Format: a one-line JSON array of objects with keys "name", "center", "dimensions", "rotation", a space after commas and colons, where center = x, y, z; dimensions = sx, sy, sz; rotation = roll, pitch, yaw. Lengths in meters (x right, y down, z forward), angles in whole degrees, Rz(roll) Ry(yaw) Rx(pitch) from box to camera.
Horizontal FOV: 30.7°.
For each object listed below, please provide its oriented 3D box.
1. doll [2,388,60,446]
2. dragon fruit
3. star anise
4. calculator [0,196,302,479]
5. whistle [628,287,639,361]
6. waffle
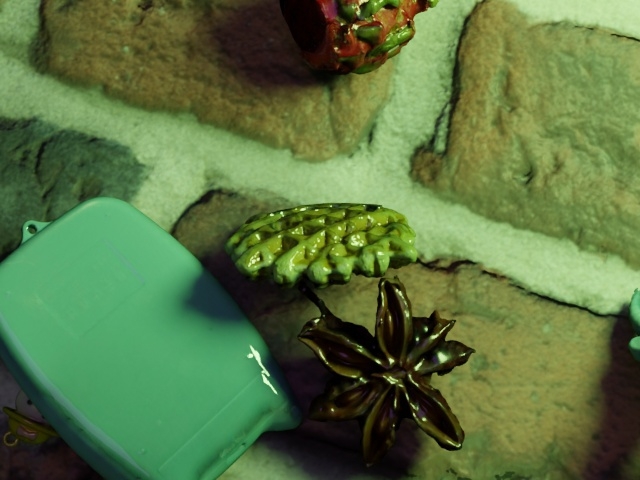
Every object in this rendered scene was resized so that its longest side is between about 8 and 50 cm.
[{"name": "doll", "center": [-0.296, 0.162, 1.369], "dimensions": [0.129, 0.081, 0.207], "rotation": [44, 82, -6]}, {"name": "dragon fruit", "center": [0.050, -0.292, 1.436], "dimensions": [0.172, 0.167, 0.160], "rotation": [-24, 30, -34]}, {"name": "star anise", "center": [0.081, 0.145, 1.335], "dimensions": [0.190, 0.126, 0.220], "rotation": [-3, 98, 14]}, {"name": "calculator", "center": [-0.208, 0.122, 1.329], "dimensions": [0.386, 0.054, 0.256], "rotation": [47, 64, 2]}, {"name": "whistle", "center": [0.433, 0.107, 1.309], "dimensions": [0.186, 0.093, 0.274], "rotation": [-13, 33, 38]}, {"name": "waffle", "center": [0.000, -0.002, 1.345], "dimensions": [0.223, 0.204, 0.054], "rotation": [-4, 111, 1]}]
